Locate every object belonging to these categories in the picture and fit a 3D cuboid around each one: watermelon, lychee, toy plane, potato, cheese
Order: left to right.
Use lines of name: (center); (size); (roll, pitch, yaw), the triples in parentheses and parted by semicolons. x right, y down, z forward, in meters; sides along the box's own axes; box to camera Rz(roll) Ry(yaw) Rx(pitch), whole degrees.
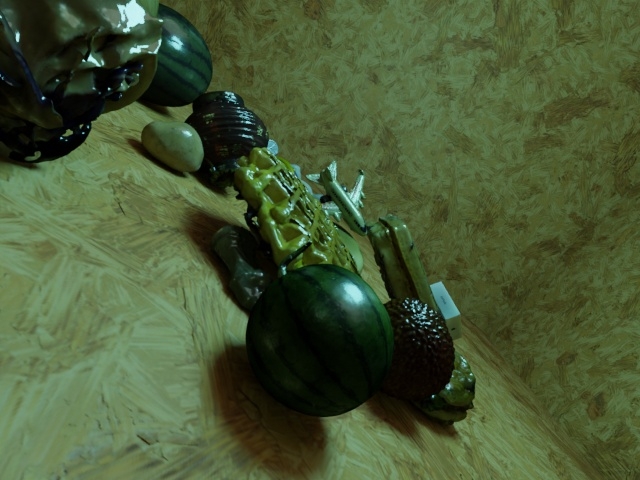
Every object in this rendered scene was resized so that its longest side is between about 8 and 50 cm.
watermelon: (-0.496, -0.565, 1.286); (0.279, 0.279, 0.359); (47, 16, 27)
potato: (-0.331, -0.217, 0.958); (0.147, 0.112, 0.112); (23, 20, -41)
watermelon: (-0.008, 0.114, 0.542); (0.215, 0.188, 0.188); (52, 13, 18)
cheese: (0.000, 0.000, 1.213); (0.259, 0.128, 0.316); (37, 9, -12)
toy plane: (0.063, -0.115, 1.252); (0.244, 0.229, 0.092); (59, -22, 1)
lychee: (0.161, 0.201, 0.789); (0.194, 0.194, 0.194); (40, 10, -9)

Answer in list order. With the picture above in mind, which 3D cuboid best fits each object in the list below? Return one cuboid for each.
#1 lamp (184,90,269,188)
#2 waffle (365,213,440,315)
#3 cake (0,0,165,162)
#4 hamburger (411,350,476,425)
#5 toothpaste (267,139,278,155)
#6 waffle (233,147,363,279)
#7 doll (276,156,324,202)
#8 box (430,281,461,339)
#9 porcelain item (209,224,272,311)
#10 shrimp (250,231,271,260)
lamp: (-0.251, -0.260, 1.112); (0.247, 0.247, 0.247); (40, 10, -9)
waffle: (0.247, 0.116, 1.283); (0.261, 0.114, 0.376); (-109, 176, -79)
cake: (-0.372, -0.250, 0.527); (0.332, 0.332, 0.321); (29, 48, -50)
hamburger: (0.248, 0.294, 0.920); (0.206, 0.130, 0.183); (31, 12, -35)
toothpaste: (-0.215, -0.261, 1.300); (0.234, 0.089, 0.057); (-3, -56, 51)
waffle: (-0.029, -0.016, 0.876); (0.382, 0.095, 0.380); (36, 24, -58)
doll: (-0.136, -0.188, 1.350); (0.242, 0.160, 0.311); (-5, 15, -41)
box: (0.377, 0.218, 1.282); (0.130, 0.051, 0.129); (-109, 179, -46)
porcelain item: (-0.119, 0.066, 0.705); (0.081, 0.069, 0.216); (37, 15, -49)
shrimp: (-0.096, 0.023, 0.966); (0.165, 0.057, 0.065); (27, -1, -20)
